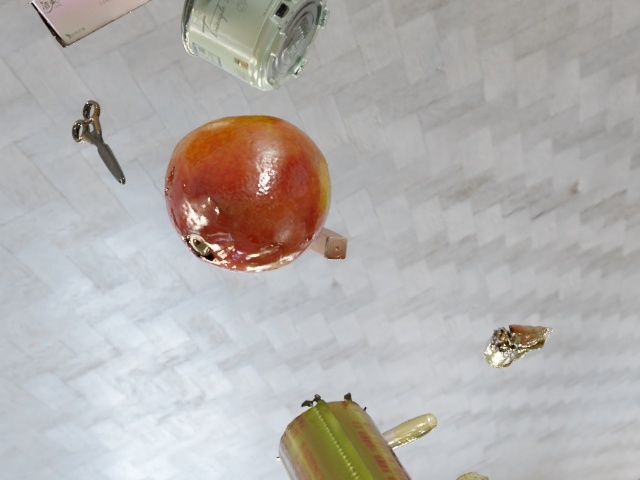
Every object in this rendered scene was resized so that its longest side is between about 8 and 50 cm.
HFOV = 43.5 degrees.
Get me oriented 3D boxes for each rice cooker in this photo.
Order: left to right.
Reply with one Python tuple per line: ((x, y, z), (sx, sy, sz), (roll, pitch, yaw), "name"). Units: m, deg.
((-0.126, -0.412, 1.441), (0.241, 0.227, 0.280), (-59, 169, 1), "rice cooker")

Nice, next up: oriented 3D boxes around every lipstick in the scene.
((0.000, 0.000, 1.524), (0.045, 0.145, 0.045), (-1, 102, -25), "lipstick")

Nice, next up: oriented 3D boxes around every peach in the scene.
((-0.118, -0.072, 1.229), (0.281, 0.281, 0.238), (1, 142, -32), "peach")

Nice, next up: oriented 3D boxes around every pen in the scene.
((0.100, 0.310, 1.229), (0.040, 0.032, 0.233), (1, 152, -39), "pen")

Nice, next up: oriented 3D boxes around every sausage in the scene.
((0.059, 0.286, 0.818), (0.117, 0.317, 0.125), (-1, 112, -23), "sausage")

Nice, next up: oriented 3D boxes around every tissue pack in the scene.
((-0.315, -0.418, 1.239), (0.246, 0.148, 0.092), (-24, 128, 14), "tissue pack")

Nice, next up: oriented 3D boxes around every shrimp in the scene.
((0.372, 0.193, 1.524), (0.145, 0.061, 0.267), (-24, 156, 13), "shrimp")

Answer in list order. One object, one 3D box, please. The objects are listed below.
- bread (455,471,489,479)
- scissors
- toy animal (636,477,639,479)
((0.180, 0.336, 0.995), (0.136, 0.054, 0.154), (-48, 145, -52), "bread")
((-0.394, -0.168, 1.445), (0.017, 0.220, 0.088), (16, 117, -48), "scissors")
((0.372, 0.307, 0.751), (0.198, 0.171, 0.171), (27, 131, 5), "toy animal")
